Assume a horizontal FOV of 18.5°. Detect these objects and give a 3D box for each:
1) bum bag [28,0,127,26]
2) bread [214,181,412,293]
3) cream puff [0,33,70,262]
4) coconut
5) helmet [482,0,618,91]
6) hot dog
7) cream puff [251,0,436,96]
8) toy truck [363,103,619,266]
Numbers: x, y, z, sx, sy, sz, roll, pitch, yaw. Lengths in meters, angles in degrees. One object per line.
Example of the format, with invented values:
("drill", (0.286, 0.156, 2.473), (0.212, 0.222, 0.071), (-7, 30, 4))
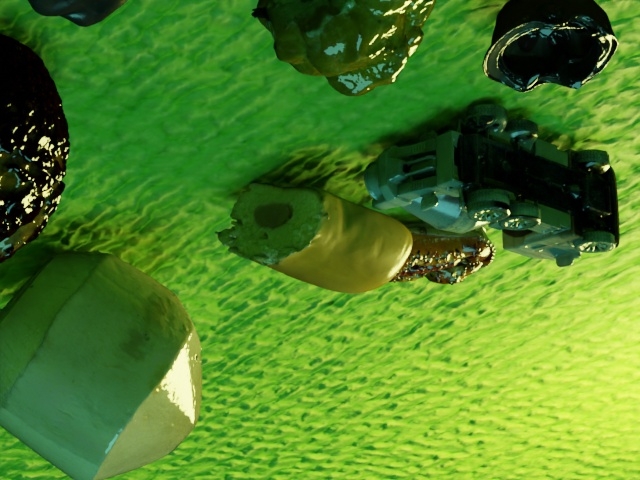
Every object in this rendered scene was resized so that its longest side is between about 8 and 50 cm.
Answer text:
("bum bag", (-0.119, -0.244, 1.482), (0.248, 0.060, 0.123), (-22, 153, 14))
("bread", (0.000, 0.002, 1.947), (0.173, 0.085, 0.134), (19, 171, -42))
("cream puff", (-0.321, -0.066, 1.626), (0.239, 0.165, 0.239), (-7, 152, -4))
("coconut", (-0.223, 0.130, 1.966), (0.241, 0.241, 0.241), (-10, 154, -5))
("helmet", (0.197, -0.184, 1.724), (0.123, 0.070, 0.098), (3, 144, -15))
("hot dog", (0.095, 0.018, 2.097), (0.191, 0.059, 0.108), (-5, 157, -19))
("cream puff", (0.034, -0.183, 1.598), (0.156, 0.121, 0.156), (-15, 153, -8))
("toy truck", (0.174, -0.048, 1.952), (0.256, 0.108, 0.140), (16, 155, -41))
